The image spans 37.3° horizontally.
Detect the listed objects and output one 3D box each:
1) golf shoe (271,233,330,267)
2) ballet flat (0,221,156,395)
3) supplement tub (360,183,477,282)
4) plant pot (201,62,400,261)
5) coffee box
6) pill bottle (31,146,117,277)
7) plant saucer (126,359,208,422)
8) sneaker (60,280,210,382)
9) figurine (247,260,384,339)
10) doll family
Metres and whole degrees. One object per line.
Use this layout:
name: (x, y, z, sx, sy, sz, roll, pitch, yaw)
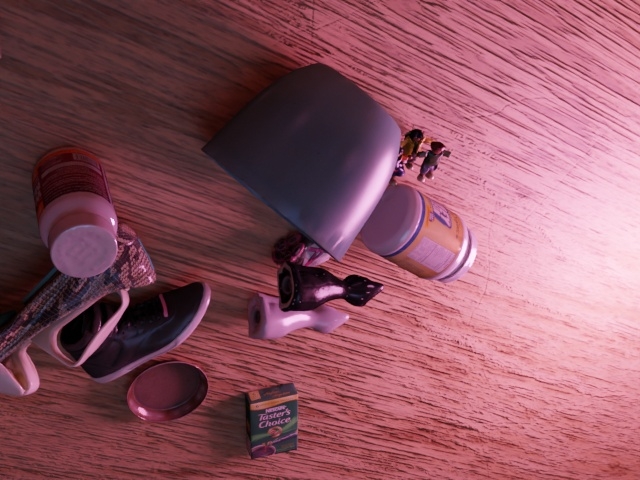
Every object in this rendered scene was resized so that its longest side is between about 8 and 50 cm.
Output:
golf shoe: (0.000, 0.000, 1.811, 0.186, 0.067, 0.086, -32, 140, 16)
ballet flat: (-0.493, 0.159, 1.646, 0.483, 0.164, 0.182, -35, 97, 3)
supplement tub: (0.192, -0.009, 1.825, 0.200, 0.144, 0.144, 27, 112, -36)
plant pot: (-0.009, -0.146, 1.561, 0.235, 0.293, 0.293, -51, 129, -2)
coffee box: (-0.107, 0.398, 2.085, 0.113, 0.040, 0.184, -9, 128, -16)
pill bottle: (-0.389, -0.046, 1.509, 0.121, 0.221, 0.121, -11, 129, -14)
plant saucer: (-0.313, 0.302, 1.936, 0.168, 0.029, 0.168, -12, 130, -14)
sneaker: (-0.349, 0.148, 1.750, 0.296, 0.104, 0.147, -33, 136, 10)
figurine: (-0.012, 0.128, 1.859, 0.209, 0.092, 0.215, 6, 148, -31)
doll family: (0.141, -0.161, 1.732, 0.193, 0.076, 0.111, -12, 149, -19)
